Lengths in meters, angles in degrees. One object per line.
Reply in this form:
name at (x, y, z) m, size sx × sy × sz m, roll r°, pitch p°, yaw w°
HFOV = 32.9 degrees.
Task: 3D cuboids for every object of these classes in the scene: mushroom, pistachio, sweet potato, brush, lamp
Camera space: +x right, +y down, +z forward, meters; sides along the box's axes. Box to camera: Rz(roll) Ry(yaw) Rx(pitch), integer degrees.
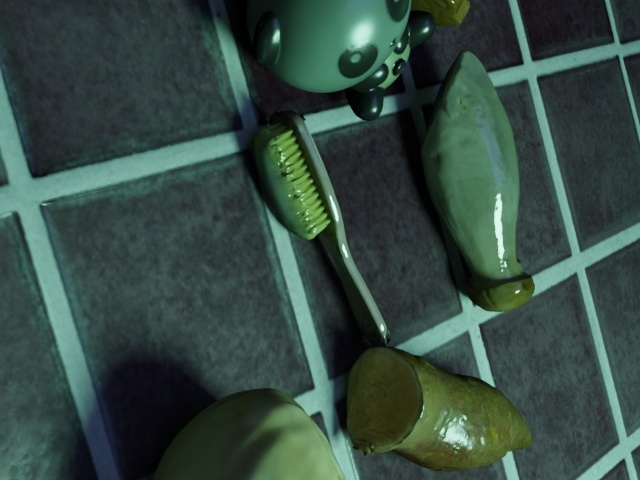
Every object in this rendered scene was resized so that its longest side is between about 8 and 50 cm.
mushroom at (0.206, -0.074, 1.435) m, size 0.128 × 0.128 × 0.350 m, roll -23°, pitch 102°, yaw -46°
pistachio at (-0.072, 0.300, 1.035) m, size 0.193 × 0.214 × 0.318 m, roll 84°, pitch 22°, yaw -72°
sweet potato at (0.175, 0.229, 1.342) m, size 0.337 × 0.131 × 0.131 m, roll 24°, pitch 66°, yaw -40°
brush at (-0.002, 0.001, 1.255) m, size 0.067 × 0.072 × 0.312 m, roll -31°, pitch 109°, yaw -21°
lamp at (0.024, -0.253, 1.245) m, size 0.244 × 0.198 × 0.197 m, roll 32°, pitch 59°, yaw -55°

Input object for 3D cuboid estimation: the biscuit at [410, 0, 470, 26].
biscuit at (0.068, -0.349, 1.303) m, size 0.295 × 0.186 × 0.044 m, roll 34°, pitch 81°, yaw -31°
